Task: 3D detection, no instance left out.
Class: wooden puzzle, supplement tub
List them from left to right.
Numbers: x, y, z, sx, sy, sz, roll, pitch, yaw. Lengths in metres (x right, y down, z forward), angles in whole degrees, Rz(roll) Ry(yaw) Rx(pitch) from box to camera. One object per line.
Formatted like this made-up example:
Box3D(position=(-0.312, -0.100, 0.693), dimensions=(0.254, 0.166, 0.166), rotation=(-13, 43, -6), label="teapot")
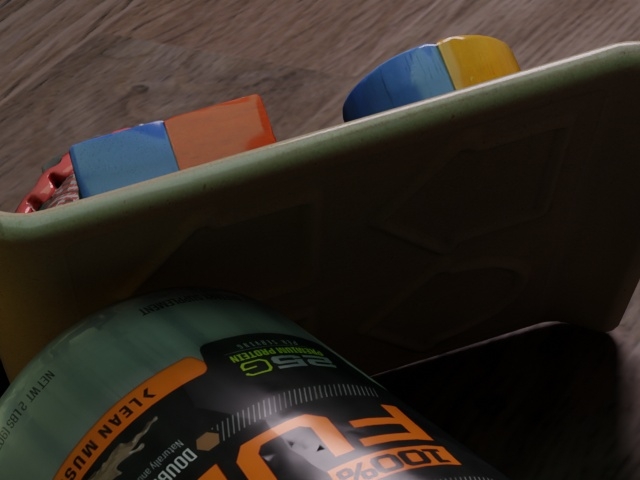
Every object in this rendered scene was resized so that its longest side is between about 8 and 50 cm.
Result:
Box3D(position=(0.000, 0.000, 1.011), dimensions=(0.348, 0.322, 0.080), rotation=(-12, 67, -6), label="wooden puzzle")
Box3D(position=(0.005, 0.172, 0.827), dimensions=(0.207, 0.207, 0.338), rotation=(-28, 37, -25), label="supplement tub")

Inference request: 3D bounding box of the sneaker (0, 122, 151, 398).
Box3D(position=(-0.152, 0.023, 1.204), dimensions=(0.135, 0.097, 0.276), rotation=(20, 45, 39), label="sneaker")
